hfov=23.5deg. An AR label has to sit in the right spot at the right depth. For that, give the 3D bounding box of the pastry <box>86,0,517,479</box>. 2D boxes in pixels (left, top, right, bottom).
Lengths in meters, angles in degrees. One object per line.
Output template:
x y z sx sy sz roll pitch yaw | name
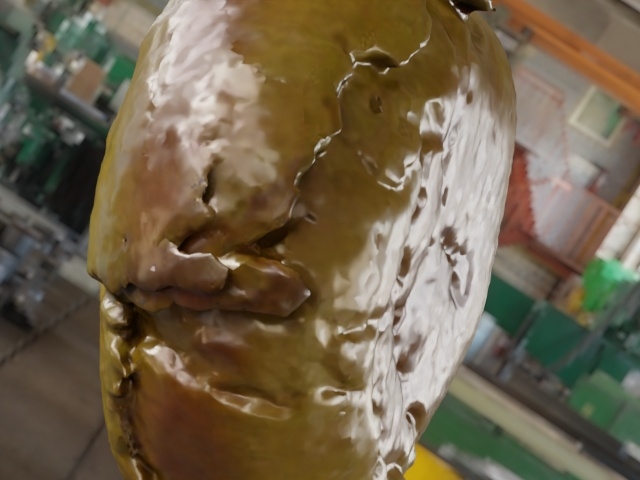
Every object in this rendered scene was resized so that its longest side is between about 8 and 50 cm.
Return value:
0.000 0.000 0.796 0.163 0.356 0.356 7 -7 16 | pastry
